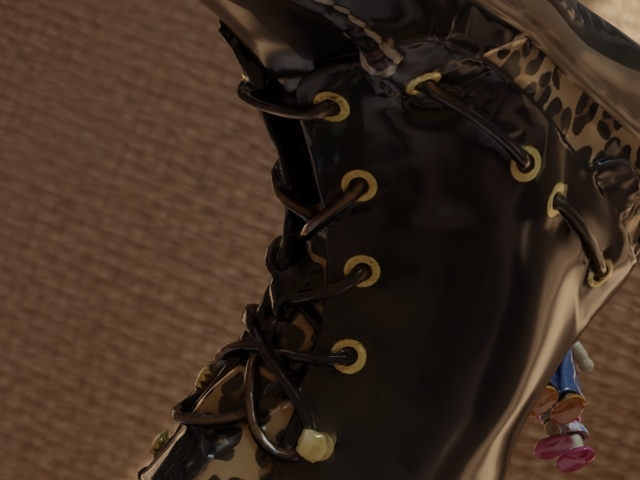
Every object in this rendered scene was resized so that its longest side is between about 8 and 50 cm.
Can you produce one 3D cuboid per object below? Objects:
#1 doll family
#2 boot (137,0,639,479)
[{"bbox_3d":[0.163,0.070,1.581,0.118,0.263,0.163,-42,36,26],"label":"doll family"},{"bbox_3d":[0.000,0.000,0.823,0.138,0.377,0.284,29,94,47],"label":"boot"}]
